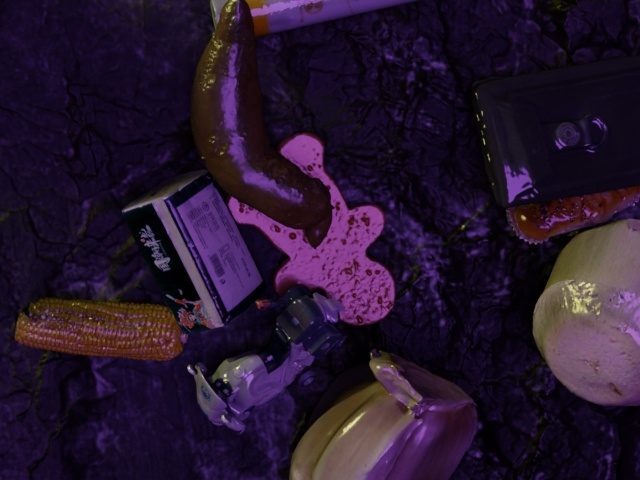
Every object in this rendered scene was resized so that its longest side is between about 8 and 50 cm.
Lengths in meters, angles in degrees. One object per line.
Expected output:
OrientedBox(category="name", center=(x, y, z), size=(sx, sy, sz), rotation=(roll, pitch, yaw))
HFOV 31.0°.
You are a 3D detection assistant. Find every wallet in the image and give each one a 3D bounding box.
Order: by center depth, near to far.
OrientedBox(category="wallet", center=(0.315, -0.138, 1.415), size=(0.245, 0.052, 0.168), rotation=(-11, 80, -11))

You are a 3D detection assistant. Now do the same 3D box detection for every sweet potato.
OrientedBox(category="sweet potato", center=(-0.082, -0.117, 1.324), size=(0.124, 0.098, 0.310), rotation=(-20, 105, 10))

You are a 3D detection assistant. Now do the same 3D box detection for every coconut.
OrientedBox(category="coconut", center=(0.379, 0.079, 1.415), size=(0.234, 0.224, 0.224), rotation=(-42, 109, -36))

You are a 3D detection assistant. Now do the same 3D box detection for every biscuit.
OrientedBox(category="biscuit", center=(0.000, 0.000, 1.418), size=(0.165, 0.036, 0.250), rotation=(-40, 102, 0))

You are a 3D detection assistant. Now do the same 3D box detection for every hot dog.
OrientedBox(category="hot dog", center=(0.320, -0.059, 1.442), size=(0.192, 0.053, 0.099), rotation=(-20, 75, -5))

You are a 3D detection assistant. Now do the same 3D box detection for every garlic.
OrientedBox(category="garlic", center=(0.079, 0.259, 1.389), size=(0.210, 0.237, 0.292), rotation=(25, 115, -5))

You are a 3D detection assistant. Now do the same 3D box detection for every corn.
OrientedBox(category="corn", center=(-0.260, 0.105, 1.376), size=(0.203, 0.072, 0.072), rotation=(5, 101, -10))

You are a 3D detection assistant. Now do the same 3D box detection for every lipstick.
OrientedBox(category="lipstick", center=(0.005, -0.285, 1.348), size=(0.264, 0.059, 0.059), rotation=(-14, 104, -7))

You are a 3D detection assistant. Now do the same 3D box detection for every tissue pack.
OrientedBox(category="tissue pack", center=(-0.146, 0.012, 1.355), size=(0.090, 0.103, 0.170), rotation=(-11, 110, 38))

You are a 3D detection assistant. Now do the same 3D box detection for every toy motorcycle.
OrientedBox(category="toy motorcycle", center=(-0.068, 0.147, 1.378), size=(0.221, 0.150, 0.102), rotation=(-46, 64, 14))
